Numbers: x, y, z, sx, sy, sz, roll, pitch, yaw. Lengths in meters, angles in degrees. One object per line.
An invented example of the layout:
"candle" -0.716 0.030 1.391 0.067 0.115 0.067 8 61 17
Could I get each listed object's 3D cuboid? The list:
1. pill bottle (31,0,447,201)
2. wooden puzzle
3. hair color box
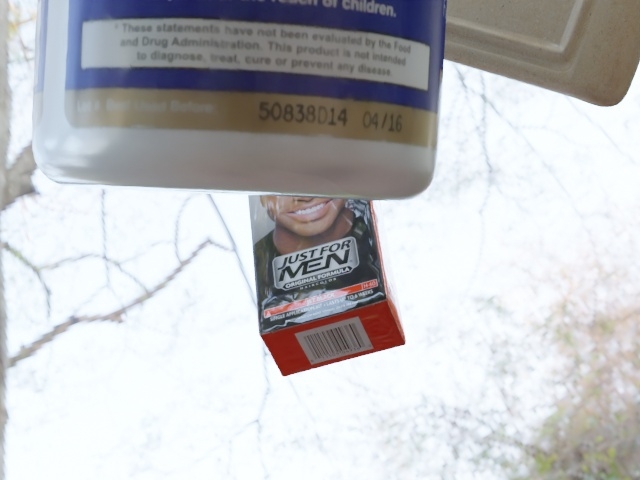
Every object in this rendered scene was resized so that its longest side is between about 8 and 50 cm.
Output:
"pill bottle" -0.026 -0.149 0.470 0.153 0.153 0.264 2 -88 -34
"wooden puzzle" 0.090 -0.205 0.714 0.044 0.239 0.220 52 -121 -75
"hair color box" 0.000 0.000 0.692 0.072 0.141 0.043 -16 -44 8
